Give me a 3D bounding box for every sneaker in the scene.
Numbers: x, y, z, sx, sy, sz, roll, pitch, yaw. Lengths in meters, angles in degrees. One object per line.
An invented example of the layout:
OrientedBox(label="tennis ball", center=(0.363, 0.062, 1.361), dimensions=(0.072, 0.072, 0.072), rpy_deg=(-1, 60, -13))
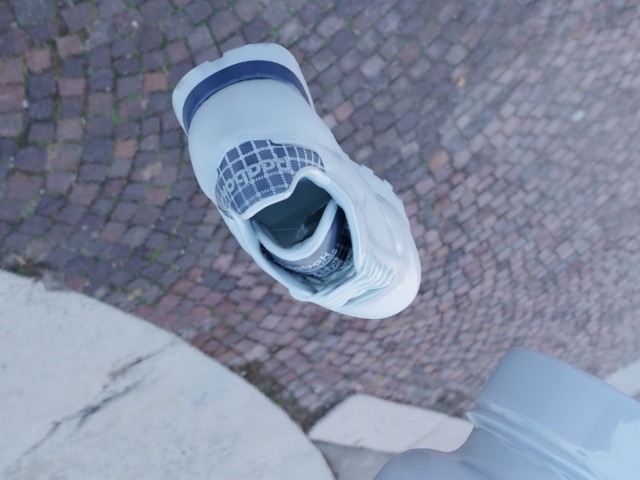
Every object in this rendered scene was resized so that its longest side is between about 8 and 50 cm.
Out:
OrientedBox(label="sneaker", center=(0.000, 0.000, 0.527), dimensions=(0.090, 0.095, 0.235), rpy_deg=(-32, 144, 10))

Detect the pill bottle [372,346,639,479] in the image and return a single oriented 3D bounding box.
OrientedBox(label="pill bottle", center=(0.053, 0.171, 0.385), dimensions=(0.246, 0.136, 0.136), rpy_deg=(-56, 147, -9))
